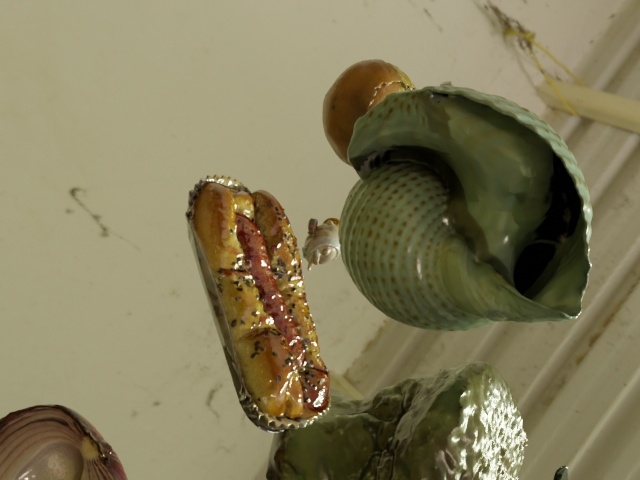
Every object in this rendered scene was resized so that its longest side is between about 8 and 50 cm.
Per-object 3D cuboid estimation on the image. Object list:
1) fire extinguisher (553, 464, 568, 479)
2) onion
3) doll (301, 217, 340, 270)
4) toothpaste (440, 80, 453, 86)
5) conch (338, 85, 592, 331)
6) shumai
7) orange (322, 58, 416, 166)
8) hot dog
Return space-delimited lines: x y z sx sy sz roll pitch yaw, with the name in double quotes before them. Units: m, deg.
"fire extinguisher" 0.347 0.402 0.859 0.095 0.114 0.311 -19 -127 -22
"onion" -0.397 0.363 1.057 0.283 0.120 0.227 -31 -110 -9
"doll" 0.000 0.000 1.388 0.073 0.084 0.127 -19 -159 30
"toothpaste" 0.267 -0.174 1.442 0.047 0.248 0.078 -36 -155 -31
"conch" 0.177 -0.033 0.907 0.319 0.215 0.303 20 -62 30
"shumai" 0.092 0.335 1.075 0.323 0.397 0.324 5 -141 26
"orange" 0.070 -0.179 1.113 0.134 0.156 0.157 24 -97 43
"hot dog" -0.043 0.042 0.563 0.059 0.108 0.191 -26 -107 27
